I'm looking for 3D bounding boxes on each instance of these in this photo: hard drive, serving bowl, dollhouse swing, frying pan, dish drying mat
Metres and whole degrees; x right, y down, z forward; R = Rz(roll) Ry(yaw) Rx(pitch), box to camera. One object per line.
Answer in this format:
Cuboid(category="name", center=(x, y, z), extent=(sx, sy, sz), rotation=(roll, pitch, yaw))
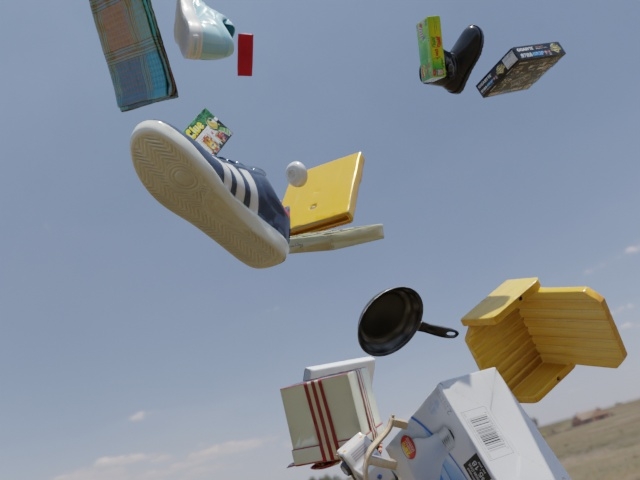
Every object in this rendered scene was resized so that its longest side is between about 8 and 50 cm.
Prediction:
Cuboid(category="hard drive", center=(0.062, 0.527, 2.224), extent=(0.307, 0.203, 0.040), rotation=(0, 12, -40))
Cuboid(category="serving bowl", center=(-0.081, -0.208, 1.994), extent=(0.083, 0.083, 0.027), rotation=(-35, -10, 40))
Cuboid(category="dollhouse swing", center=(0.687, 0.327, 1.932), extent=(0.315, 0.347, 0.305), rotation=(-35, 19, -19))
Cuboid(category="frying pan", center=(0.226, 0.188, 1.602), extent=(0.326, 0.053, 0.197), rotation=(-10, -62, -28))
Cuboid(category="dish drying mat", center=(-0.154, -0.379, 1.289), extent=(0.032, 0.008, 0.083), rotation=(-2, -68, -14))

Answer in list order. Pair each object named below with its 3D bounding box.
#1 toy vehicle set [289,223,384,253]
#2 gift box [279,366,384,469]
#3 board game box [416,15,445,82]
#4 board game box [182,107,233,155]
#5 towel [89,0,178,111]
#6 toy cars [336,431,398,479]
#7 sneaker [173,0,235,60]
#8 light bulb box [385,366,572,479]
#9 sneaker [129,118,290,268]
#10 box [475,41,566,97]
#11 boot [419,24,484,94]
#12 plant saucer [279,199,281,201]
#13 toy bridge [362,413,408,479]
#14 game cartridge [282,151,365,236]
Cuboid(category="toy vehicle set", center=(0.000, 0.000, 1.510), extent=(0.166, 0.035, 0.266), rotation=(-12, 4, -40))
Cuboid(category="gift box", center=(0.027, 0.530, 1.845), extent=(0.255, 0.258, 0.276), rotation=(-18, -10, 22))
Cuboid(category="board game box", center=(0.340, -0.587, 1.942), extent=(0.043, 0.181, 0.092), rotation=(-8, 6, -12))
Cuboid(category="board game box", center=(-0.397, -0.341, 2.130), extent=(0.136, 0.260, 0.030), rotation=(39, -51, -14))
Cuboid(category="towel", center=(-0.528, -0.552, 1.729), extent=(0.271, 0.370, 0.040), rotation=(-2, 18, 42))
Cuboid(category="toy cars", center=(0.118, 0.656, 1.469), extent=(0.176, 0.394, 0.087), rotation=(11, -15, -23))
Cuboid(category="sneaker", center=(-0.320, -0.587, 1.746), extent=(0.150, 0.366, 0.135), rotation=(3, -49, -23))
Cuboid(category="light bulb box", center=(0.405, 0.602, 1.695), extent=(0.225, 0.358, 0.361), rotation=(-4, -42, -31))
Cuboid(category="sneaker", center=(-0.175, -0.101, 1.087), extent=(0.131, 0.148, 0.350), rotation=(-15, -46, 31))
Cuboid(category="box", center=(0.600, -0.512, 1.889), extent=(0.220, 0.051, 0.175), rotation=(-17, -17, -31))
Cuboid(category="boot", center=(0.438, -0.624, 2.110), extent=(0.207, 0.094, 0.247), rotation=(5, -71, -49))
Cuboid(category="plant saucer", center=(-0.111, -0.061, 1.598), extent=(0.013, 0.084, 0.083), rotation=(8, -25, -2))
Cuboid(category="toy bridge", center=(0.117, 0.429, 1.223), extent=(0.063, 0.188, 0.026), rotation=(16, -4, -12))
Cuboid(category="game cartridge", center=(0.000, -0.145, 2.092), extent=(0.285, 0.324, 0.053), rotation=(-15, -54, 26))
